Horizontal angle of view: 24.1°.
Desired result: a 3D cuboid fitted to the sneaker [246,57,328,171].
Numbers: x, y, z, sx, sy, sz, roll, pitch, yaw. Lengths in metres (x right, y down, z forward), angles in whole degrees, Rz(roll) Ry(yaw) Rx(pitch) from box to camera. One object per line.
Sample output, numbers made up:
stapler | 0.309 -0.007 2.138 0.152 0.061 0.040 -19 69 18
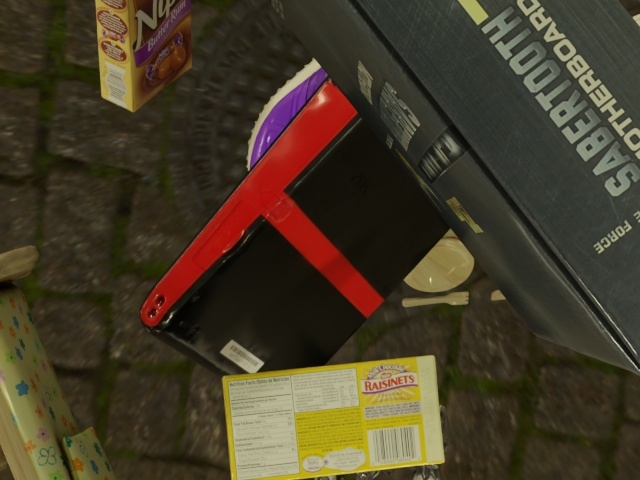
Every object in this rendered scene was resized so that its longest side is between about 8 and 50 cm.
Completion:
sneaker | 0.023 -0.142 1.685 0.102 0.146 0.293 32 108 -25

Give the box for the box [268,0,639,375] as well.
box | 0.048 -0.050 0.483 0.059 0.233 0.183 -39 89 1

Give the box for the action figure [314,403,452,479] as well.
action figure | 0.083 0.277 1.879 0.164 0.276 0.140 10 97 18

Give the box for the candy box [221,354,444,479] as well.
candy box | 0.012 0.171 1.429 0.206 0.027 0.105 -5 85 -9

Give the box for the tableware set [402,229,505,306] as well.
tableware set | 0.188 0.016 1.755 0.194 0.039 0.128 -4 134 -3

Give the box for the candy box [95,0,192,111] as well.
candy box | -0.193 -0.247 1.640 0.053 0.109 0.186 25 137 23

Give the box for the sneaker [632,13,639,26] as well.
sneaker | 0.122 -0.066 0.825 0.121 0.262 0.099 -24 108 -20

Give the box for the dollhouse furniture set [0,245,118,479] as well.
dollhouse furniture set | -0.115 0.103 0.607 0.101 0.161 0.181 -22 90 4

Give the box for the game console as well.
game console | 0.000 0.000 1.502 0.342 0.386 0.060 -46 66 -1
